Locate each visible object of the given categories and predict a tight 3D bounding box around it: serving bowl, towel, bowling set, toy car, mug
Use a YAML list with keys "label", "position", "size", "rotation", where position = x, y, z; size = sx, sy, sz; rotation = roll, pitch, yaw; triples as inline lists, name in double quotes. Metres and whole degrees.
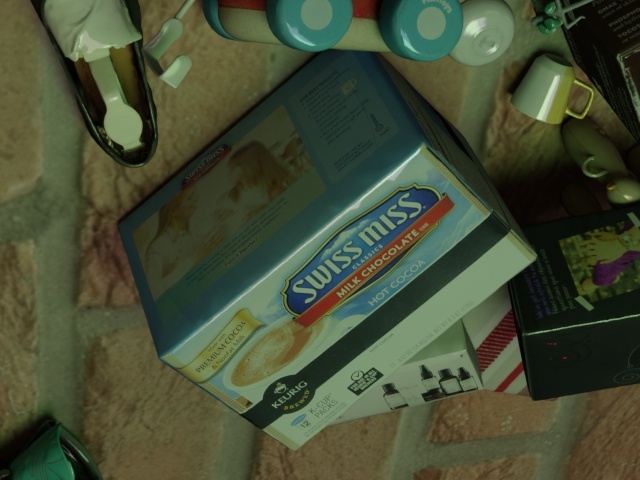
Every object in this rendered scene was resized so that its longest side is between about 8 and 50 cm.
- label: "serving bowl"
  position: [0.173, -0.219, 1.575]
  size: [0.083, 0.027, 0.083]
  rotation: [-12, 133, -14]
- label: "towel"
  position: [0.202, 0.103, 1.811]
  size: [0.329, 0.037, 0.237]
  rotation: [12, 137, -21]
- label: "bowling set"
  position: [0.376, -0.009, 1.753]
  size: [0.287, 0.154, 0.200]
  rotation: [12, 123, -30]
- label: "toy car"
  position: [0.014, -0.294, 1.365]
  size: [0.210, 0.219, 0.238]
  rotation: [2, 99, -23]
- label: "mug"
  position: [0.257, -0.170, 1.634]
  size: [0.078, 0.062, 0.064]
  rotation: [7, 117, -31]

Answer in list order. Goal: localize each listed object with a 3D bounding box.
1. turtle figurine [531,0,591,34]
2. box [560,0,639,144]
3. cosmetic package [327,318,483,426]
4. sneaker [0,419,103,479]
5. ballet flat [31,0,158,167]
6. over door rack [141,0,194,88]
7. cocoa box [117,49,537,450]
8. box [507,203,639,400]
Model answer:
- label: "turtle figurine"
  position: [0.204, -0.293, 1.463]
  size: [0.234, 0.118, 0.175]
  rotation: [-11, 116, 9]
- label: "box"
  position: [0.357, -0.224, 1.525]
  size: [0.167, 0.203, 0.168]
  rotation: [-29, 133, 4]
- label: "cosmetic package"
  position: [0.070, 0.164, 1.794]
  size: [0.239, 0.060, 0.099]
  rotation: [-15, 139, 11]
- label: "sneaker"
  position: [-0.368, 0.284, 1.715]
  size: [0.295, 0.124, 0.178]
  rotation: [18, 125, -43]
- label: "ballet flat"
  position: [-0.205, -0.182, 1.402]
  size: [0.095, 0.096, 0.280]
  rotation: [-21, 133, -4]
- label: "over door rack"
  position: [-0.144, -0.334, 1.254]
  size: [0.239, 0.108, 0.324]
  rotation: [34, 85, -40]
- label: "cocoa box"
  position: [0.000, 0.000, 1.550]
  size: [0.347, 0.231, 0.228]
  rotation: [-39, 131, 12]
- label: "box"
  position: [0.347, 0.062, 1.627]
  size: [0.270, 0.143, 0.165]
  rotation: [-11, 146, 6]
